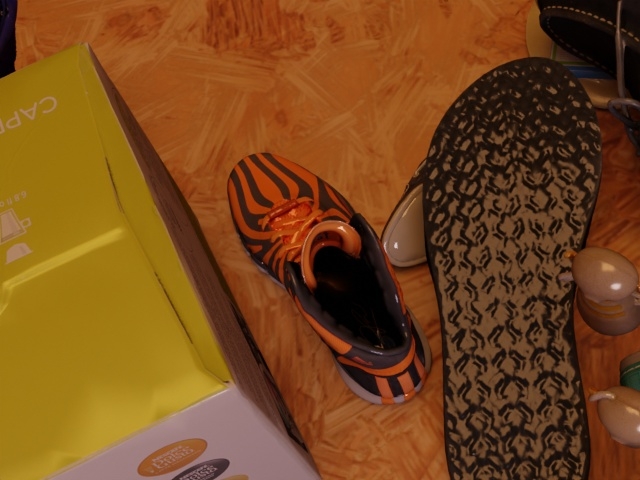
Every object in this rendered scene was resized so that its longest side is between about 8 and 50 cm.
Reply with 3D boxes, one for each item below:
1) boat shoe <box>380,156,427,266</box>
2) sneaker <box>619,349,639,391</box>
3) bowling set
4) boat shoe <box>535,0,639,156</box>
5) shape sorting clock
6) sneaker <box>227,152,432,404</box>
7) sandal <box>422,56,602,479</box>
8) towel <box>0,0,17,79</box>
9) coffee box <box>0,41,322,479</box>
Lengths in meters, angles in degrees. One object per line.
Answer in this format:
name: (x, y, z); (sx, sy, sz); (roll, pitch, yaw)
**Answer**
boat shoe: (0.131, -0.056, 0.944); (0.206, 0.075, 0.065); (-50, 23, -8)
sneaker: (0.402, 0.168, 0.741); (0.302, 0.108, 0.121); (10, 62, 14)
bowling set: (0.287, 0.144, 0.650); (0.287, 0.154, 0.199); (20, 81, 25)
boat shoe: (0.345, -0.111, 0.786); (0.156, 0.187, 0.500); (-49, 48, 10)
shape sorting clock: (0.335, -0.238, 0.992); (0.206, 0.040, 0.206); (-5, 72, 17)
sneaker: (0.000, 0.000, 0.861); (0.125, 0.180, 0.321); (-36, 63, -8)
sandal: (0.180, 0.040, 0.864); (0.168, 0.107, 0.445); (3, 77, 11)
towel: (-0.359, -0.109, 0.930); (0.076, 0.308, 0.227); (17, 65, -11)
coffee box: (-0.242, 0.105, 0.769); (0.338, 0.334, 0.338); (-26, 62, -3)
